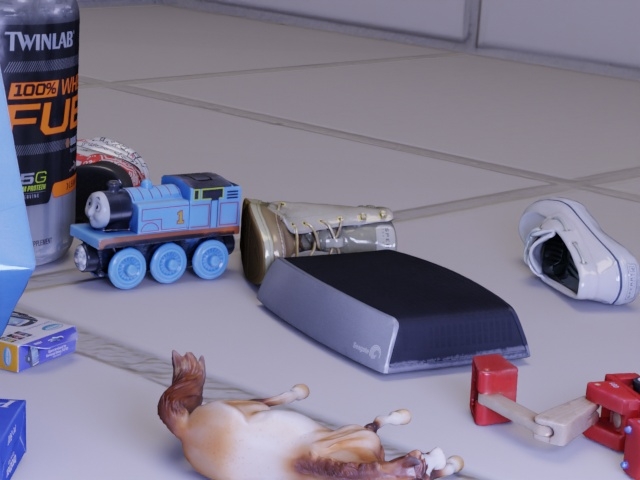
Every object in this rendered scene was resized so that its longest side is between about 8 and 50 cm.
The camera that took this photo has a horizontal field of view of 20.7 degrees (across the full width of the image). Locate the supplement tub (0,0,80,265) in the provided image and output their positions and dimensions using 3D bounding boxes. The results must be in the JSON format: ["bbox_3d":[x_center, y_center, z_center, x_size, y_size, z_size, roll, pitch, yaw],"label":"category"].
[{"bbox_3d":[-0.355,-0.151,1.818,0.207,0.338,0.207,3,14,-1],"label":"supplement tub"}]

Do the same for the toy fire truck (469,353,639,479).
[{"bbox_3d":[0.205,0.137,1.355,0.135,0.047,0.192,-1,15,-16],"label":"toy fire truck"}]

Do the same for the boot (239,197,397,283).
[{"bbox_3d":[0.000,0.000,1.832,0.165,0.077,0.213,4,10,-6],"label":"boot"}]

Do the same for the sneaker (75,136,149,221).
[{"bbox_3d":[-0.337,-0.080,2.071,0.270,0.090,0.145,9,13,9],"label":"sneaker"}]

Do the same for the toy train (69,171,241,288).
[{"bbox_3d":[-0.166,-0.013,1.781,0.184,0.105,0.080,-6,16,-34],"label":"toy train"}]

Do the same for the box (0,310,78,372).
[{"bbox_3d":[-0.277,0.084,1.518,0.136,0.028,0.081,13,16,28],"label":"box"}]

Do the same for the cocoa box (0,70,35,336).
[{"bbox_3d":[-0.378,-0.076,1.355,0.231,0.347,0.228,-3,-26,-26],"label":"cocoa box"}]

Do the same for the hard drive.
[{"bbox_3d":[0.064,0.060,1.633,0.172,0.054,0.254,-4,15,-27],"label":"hard drive"}]

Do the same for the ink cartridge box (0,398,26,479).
[{"bbox_3d":[-0.318,0.141,1.226,0.207,0.046,0.097,4,15,2],"label":"ink cartridge box"}]

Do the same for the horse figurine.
[{"bbox_3d":[-0.017,0.142,1.253,0.263,0.066,0.174,12,10,24],"label":"horse figurine"}]

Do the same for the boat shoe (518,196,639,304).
[{"bbox_3d":[0.252,0.006,1.842,0.075,0.083,0.226,-1,15,-21],"label":"boat shoe"}]
